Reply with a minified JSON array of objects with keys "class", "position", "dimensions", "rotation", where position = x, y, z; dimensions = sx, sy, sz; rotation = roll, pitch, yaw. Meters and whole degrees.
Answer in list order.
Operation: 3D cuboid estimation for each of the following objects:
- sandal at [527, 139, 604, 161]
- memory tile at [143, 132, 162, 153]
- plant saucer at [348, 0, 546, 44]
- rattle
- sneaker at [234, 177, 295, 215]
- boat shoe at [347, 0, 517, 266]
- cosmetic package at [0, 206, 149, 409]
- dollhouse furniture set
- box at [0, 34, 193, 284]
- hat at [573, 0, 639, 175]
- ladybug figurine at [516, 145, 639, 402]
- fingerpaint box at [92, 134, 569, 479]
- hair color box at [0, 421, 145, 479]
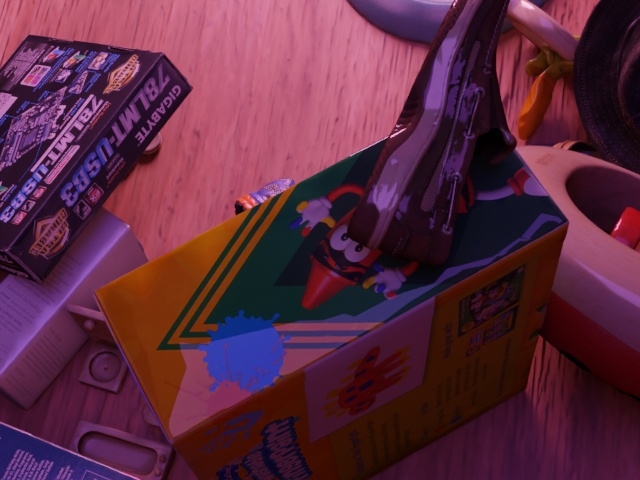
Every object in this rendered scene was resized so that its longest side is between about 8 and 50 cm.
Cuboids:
[{"class":"sandal","position":[0.309,-0.091,1.447],"dimensions":[0.180,0.049,0.072],"rotation":[-1,67,4]},{"class":"memory tile","position":[-0.284,-0.123,1.528],"dimensions":[0.148,0.012,0.113],"rotation":[-35,69,-11]},{"class":"plant saucer","position":[0.169,-0.405,1.599],"dimensions":[0.317,0.044,0.317],"rotation":[-2,67,4]},{"class":"rattle","position":[0.225,-0.247,1.492],"dimensions":[0.200,0.130,0.143],"rotation":[37,114,-2]},{"class":"sneaker","position":[0.000,0.000,1.418],"dimensions":[0.221,0.083,0.087],"rotation":[41,70,17]},{"class":"boat shoe","position":[0.112,-0.093,0.968],"dimensions":[0.095,0.095,0.257],"rotation":[25,74,2]},{"class":"cosmetic package","position":[-0.308,0.071,1.389],"dimensions":[0.085,0.117,0.231],"rotation":[32,72,17]},{"class":"dollhouse furniture set","position":[-0.227,0.176,1.333],"dimensions":[0.144,0.123,0.151],"rotation":[15,69,11]},{"class":"box","position":[-0.336,-0.108,1.421],"dimensions":[0.293,0.073,0.295],"rotation":[15,64,43]},{"class":"hat","position":[0.424,-0.186,1.313],"dimensions":[0.331,0.134,0.331],"rotation":[5,100,26]},{"class":"ladybug figurine","position":[0.356,0.062,1.281],"dimensions":[0.449,0.162,0.305],"rotation":[33,30,16]},{"class":"fingerpaint box","position":[0.022,0.101,1.172],"dimensions":[0.371,0.445,0.163],"rotation":[-29,66,-7]},{"class":"hair color box","position":[-0.305,0.269,1.272],"dimensions":[0.347,0.174,0.105],"rotation":[19,69,12]}]
